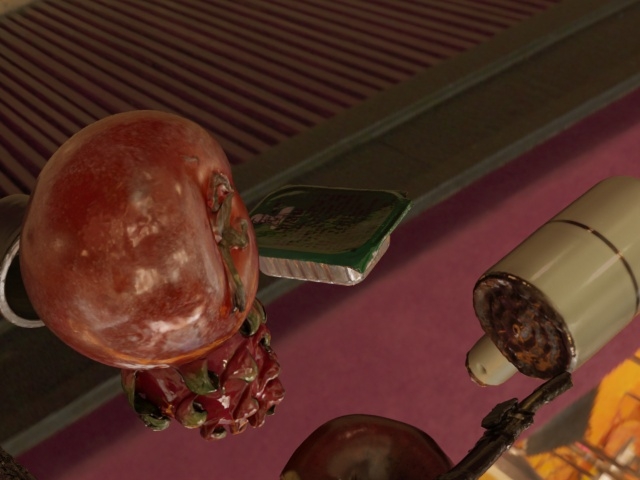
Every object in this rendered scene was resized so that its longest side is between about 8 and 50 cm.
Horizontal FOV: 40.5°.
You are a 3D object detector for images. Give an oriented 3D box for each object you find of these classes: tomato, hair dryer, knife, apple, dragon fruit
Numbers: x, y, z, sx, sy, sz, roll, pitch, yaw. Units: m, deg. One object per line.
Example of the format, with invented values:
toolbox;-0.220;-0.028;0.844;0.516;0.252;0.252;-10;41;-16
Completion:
tomato;-0.191;0.005;0.903;0.227;0.270;0.270;-11;127;12
hair dryer;0.239;0.089;0.967;0.203;0.128;0.362;-35;164;-25
knife;0.103;0.116;0.516;0.222;0.046;0.021;-23;85;-45
apple;0.041;0.218;0.634;0.147;0.156;0.158;-48;148;-46
dragon fruit;-0.161;0.121;1.113;0.198;0.218;0.272;1;69;-36

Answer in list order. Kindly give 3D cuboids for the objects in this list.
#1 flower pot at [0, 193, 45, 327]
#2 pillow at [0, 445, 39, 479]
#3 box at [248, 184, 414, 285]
flower pot;-0.489;0.012;1.478;0.235;0.148;0.235;-39;147;-32
pillow;-0.474;0.410;1.104;0.326;0.228;0.101;-59;145;-5
box;0.000;0.000;1.714;0.264;0.337;0.106;-48;133;-44
